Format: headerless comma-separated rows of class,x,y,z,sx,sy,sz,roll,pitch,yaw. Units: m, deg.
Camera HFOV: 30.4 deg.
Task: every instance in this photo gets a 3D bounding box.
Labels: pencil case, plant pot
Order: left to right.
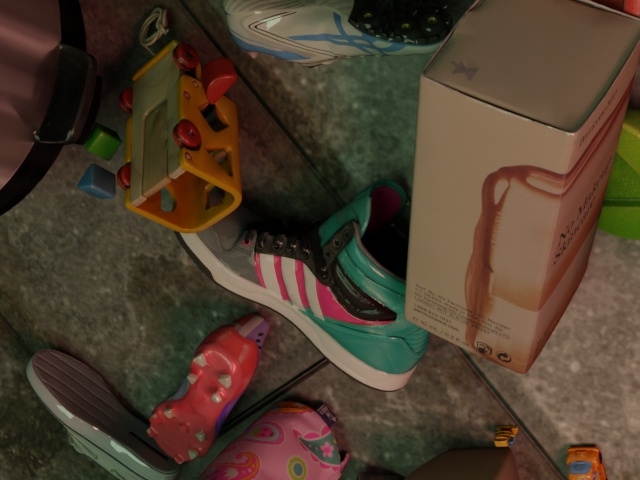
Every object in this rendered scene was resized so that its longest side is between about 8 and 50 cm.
pencil case,-0.082,0.285,1.237,0.124,0.284,0.124,16,124,26
plant pot,0.158,0.271,1.220,0.109,0.096,0.109,-8,110,29

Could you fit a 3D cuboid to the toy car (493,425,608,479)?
toy car,0.231,0.232,1.198,0.122,0.040,0.060,10,117,22

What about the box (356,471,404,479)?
box,0.047,0.400,1.283,0.056,0.183,0.231,10,120,-8

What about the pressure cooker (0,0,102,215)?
pressure cooker,-0.441,-0.188,1.134,0.375,0.420,0.370,-35,70,17

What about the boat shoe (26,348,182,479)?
boat shoe,-0.274,0.229,1.426,0.226,0.083,0.076,41,123,3

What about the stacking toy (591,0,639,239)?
stacking toy,0.270,-0.161,0.988,0.309,0.130,0.279,45,151,5

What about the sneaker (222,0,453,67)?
sneaker,0.018,-0.197,1.080,0.237,0.085,0.086,12,147,32

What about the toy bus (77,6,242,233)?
toy bus,-0.131,-0.108,1.165,0.191,0.104,0.202,27,90,52

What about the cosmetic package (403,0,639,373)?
cosmetic package,0.161,-0.047,0.975,0.129,0.153,0.296,24,145,21

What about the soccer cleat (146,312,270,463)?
soccer cleat,-0.125,0.172,1.335,0.083,0.095,0.248,41,139,9

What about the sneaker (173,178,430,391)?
sneaker,0.000,0.000,1.156,0.295,0.124,0.178,35,123,8
